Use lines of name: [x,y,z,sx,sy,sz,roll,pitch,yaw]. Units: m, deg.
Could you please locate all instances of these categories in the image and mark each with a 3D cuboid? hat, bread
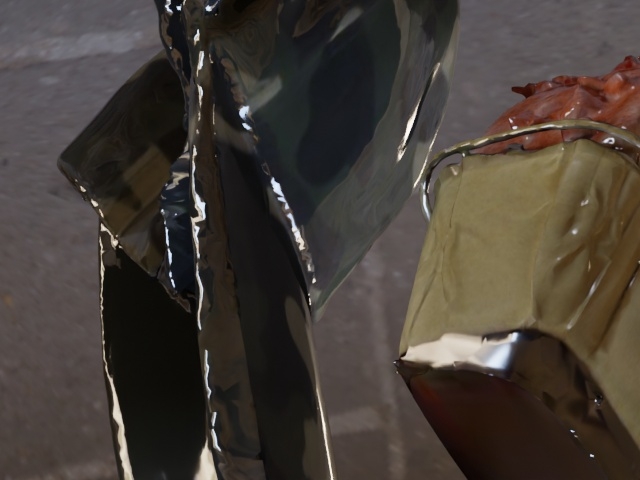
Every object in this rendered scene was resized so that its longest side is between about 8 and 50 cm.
hat: [0.000,0.000,0.816,0.257,0.366,0.382,-27,88,-16]
bread: [0.140,0.032,0.704,0.224,0.142,0.212,55,50,-23]
